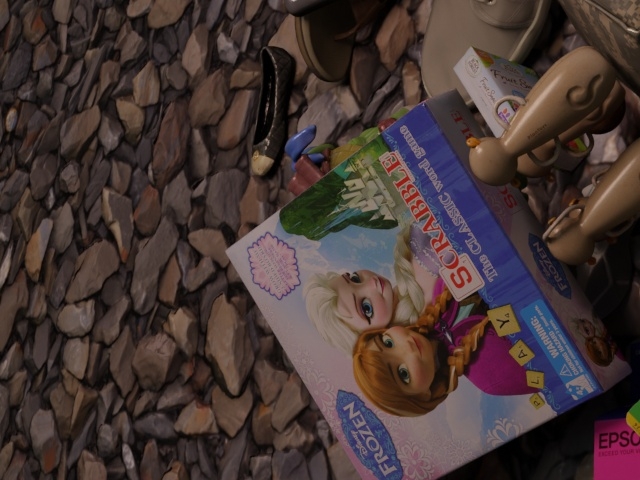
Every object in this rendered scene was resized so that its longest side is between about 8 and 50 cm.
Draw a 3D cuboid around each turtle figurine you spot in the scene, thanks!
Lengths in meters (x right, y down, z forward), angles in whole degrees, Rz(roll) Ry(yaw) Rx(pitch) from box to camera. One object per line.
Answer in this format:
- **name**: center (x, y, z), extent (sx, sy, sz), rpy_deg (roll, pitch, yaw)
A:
- **turtle figurine**: center (0.119, -0.039, 1.727), extent (0.266, 0.275, 0.198), rpy_deg (26, 75, 46)

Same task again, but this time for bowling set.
- **bowling set**: center (0.260, -0.060, 1.526), extent (0.154, 0.287, 0.200), rpy_deg (-43, 16, 8)

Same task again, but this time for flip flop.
- **flip flop**: center (0.051, -0.327, 1.975), extent (0.080, 0.112, 0.277), rpy_deg (23, 91, 37)

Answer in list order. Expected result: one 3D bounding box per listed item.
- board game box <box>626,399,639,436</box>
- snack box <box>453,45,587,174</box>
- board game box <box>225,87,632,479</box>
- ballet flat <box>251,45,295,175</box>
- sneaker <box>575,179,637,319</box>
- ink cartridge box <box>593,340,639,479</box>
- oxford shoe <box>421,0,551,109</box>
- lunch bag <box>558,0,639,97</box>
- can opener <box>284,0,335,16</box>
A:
- **board game box**: center (0.391, 0.104, 1.375), extent (0.259, 0.039, 0.124), rpy_deg (-42, 43, 2)
- **snack box**: center (0.211, -0.138, 1.698), extent (0.037, 0.100, 0.141), rpy_deg (-51, 43, 26)
- **board game box**: center (0.095, 0.066, 1.589), extent (0.318, 0.066, 0.319), rpy_deg (-37, 82, 40)
- **ballet flat**: center (-0.072, -0.169, 2.100), extent (0.057, 0.049, 0.173), rpy_deg (-4, 74, 51)
- **sneaker**: center (0.278, 0.009, 1.608), extent (0.061, 0.053, 0.152), rpy_deg (-4, 66, 56)
- **ink cartridge box**: center (0.330, 0.257, 1.446), extent (0.175, 0.069, 0.371), rpy_deg (-14, 64, 48)
- **oxford shoe**: center (0.185, -0.327, 1.709), extent (0.169, 0.130, 0.449), rpy_deg (55, 139, 32)
- **lunch bag**: center (0.306, -0.237, 1.485), extent (0.169, 0.235, 0.287), rpy_deg (-43, 44, 4)
- **can opener**: center (0.074, -0.350, 1.885), extent (0.280, 0.093, 0.074), rpy_deg (-23, 83, 15)
